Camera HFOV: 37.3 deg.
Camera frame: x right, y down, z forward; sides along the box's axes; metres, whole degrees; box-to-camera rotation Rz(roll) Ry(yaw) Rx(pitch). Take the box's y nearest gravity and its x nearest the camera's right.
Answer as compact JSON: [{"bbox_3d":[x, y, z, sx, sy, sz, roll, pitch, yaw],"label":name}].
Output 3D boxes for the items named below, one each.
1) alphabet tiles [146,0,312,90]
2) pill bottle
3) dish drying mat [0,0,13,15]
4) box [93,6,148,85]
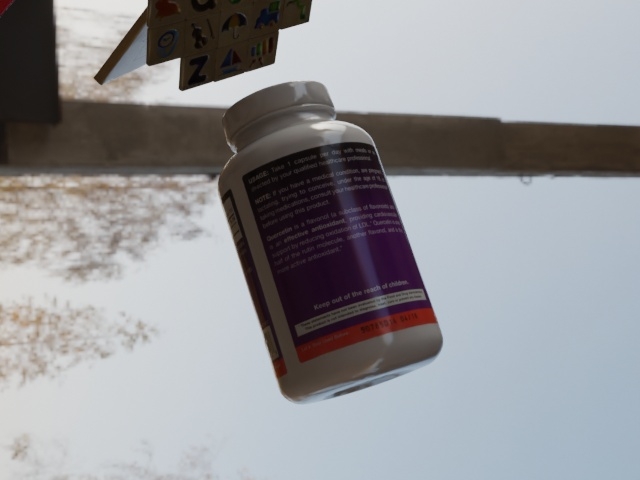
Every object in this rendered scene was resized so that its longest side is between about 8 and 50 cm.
[{"bbox_3d":[-0.109,-0.365,1.267,0.011,0.285,0.342,42,-41,31],"label":"alphabet tiles"},{"bbox_3d":[0.000,0.000,1.015,0.181,0.181,0.323,-37,-112,56],"label":"pill bottle"},{"bbox_3d":[-0.426,-0.293,1.223,0.083,0.032,0.008,-42,-111,16],"label":"dish drying mat"},{"bbox_3d":[-0.280,-0.350,1.588,0.021,0.164,0.201,48,-53,-2],"label":"box"}]
